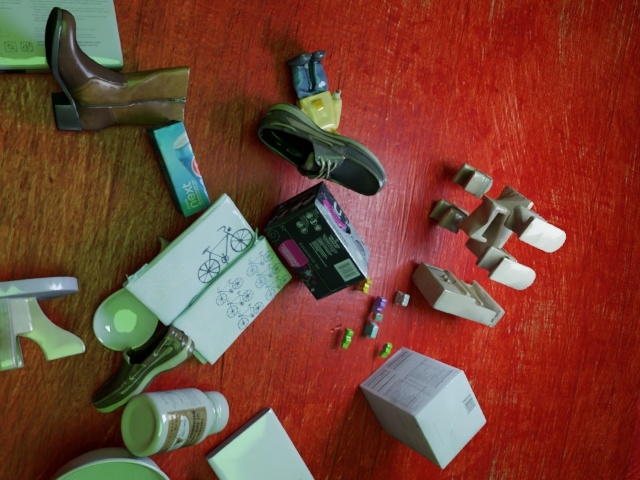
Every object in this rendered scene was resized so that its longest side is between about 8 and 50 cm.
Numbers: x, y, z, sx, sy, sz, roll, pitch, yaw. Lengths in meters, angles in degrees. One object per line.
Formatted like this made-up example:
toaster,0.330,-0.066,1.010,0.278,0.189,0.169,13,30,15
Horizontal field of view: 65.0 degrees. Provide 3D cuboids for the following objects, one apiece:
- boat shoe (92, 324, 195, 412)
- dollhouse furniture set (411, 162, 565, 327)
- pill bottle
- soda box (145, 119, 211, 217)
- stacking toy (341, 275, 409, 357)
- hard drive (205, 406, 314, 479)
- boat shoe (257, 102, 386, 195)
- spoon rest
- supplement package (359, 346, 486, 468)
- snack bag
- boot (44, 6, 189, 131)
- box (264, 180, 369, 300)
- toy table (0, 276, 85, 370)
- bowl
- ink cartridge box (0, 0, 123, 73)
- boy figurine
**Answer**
boat shoe,-0.416,0.280,1.136,0.257,0.095,0.095,-37,120,-6
dollhouse furniture set,0.505,0.037,1.516,0.256,0.362,0.394,20,112,-28
pill bottle,-0.325,0.410,1.160,0.229,0.131,0.131,17,85,-57
soda box,-0.326,-0.167,1.163,0.071,0.067,0.210,-27,119,-25
stacking toy,0.159,0.231,1.503,0.167,0.052,0.221,22,85,-27
hard drive,-0.141,0.633,1.338,0.203,0.040,0.308,-33,100,-27
boat shoe,-0.006,-0.204,1.259,0.355,0.132,0.130,30,46,3
spoon rest,-0.411,0.123,1.153,0.137,0.084,0.276,32,78,-27
supplement package,0.294,0.476,1.472,0.198,0.262,0.199,-35,110,-23
snack bag,-0.248,0.096,1.211,0.323,0.037,0.343,-46,132,-19
boot,-0.407,-0.343,1.046,0.280,0.096,0.264,-11,133,-29
box,0.000,0.000,1.305,0.163,0.142,0.247,-27,114,22
toy table,-0.612,0.171,0.973,0.274,0.252,0.161,-11,82,-18
bowl,-0.476,0.566,1.107,0.297,0.134,0.298,-7,110,-21
ink cartridge box,-0.594,-0.508,1.008,0.324,0.071,0.330,-11,98,-28
boy figurine,-0.013,-0.346,1.335,0.177,0.092,0.285,-19,100,-30
